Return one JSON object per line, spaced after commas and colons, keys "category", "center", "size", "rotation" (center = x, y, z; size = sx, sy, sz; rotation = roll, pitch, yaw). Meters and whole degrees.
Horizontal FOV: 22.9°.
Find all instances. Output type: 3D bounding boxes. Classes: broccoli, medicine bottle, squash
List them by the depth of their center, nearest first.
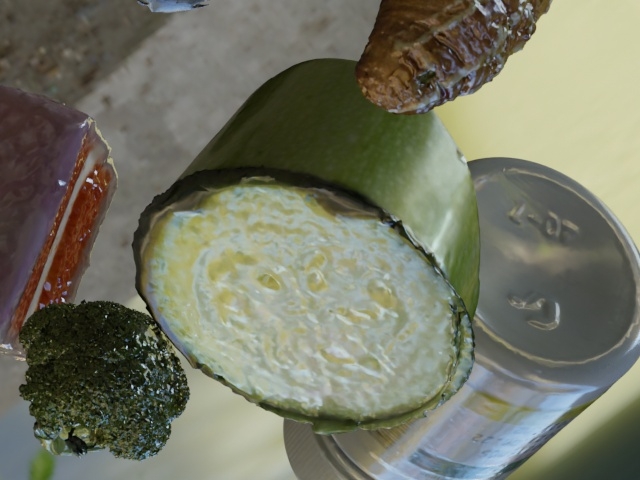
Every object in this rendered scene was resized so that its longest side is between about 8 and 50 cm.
{"category": "squash", "center": [0.003, 0.014, 0.985], "size": [0.133, 0.220, 0.220], "rotation": [-57, 174, -50]}
{"category": "broccoli", "center": [-0.153, 0.100, 1.093], "size": [0.120, 0.131, 0.130], "rotation": [-47, 158, 29]}
{"category": "medicine bottle", "center": [0.107, 0.103, 1.320], "size": [0.208, 0.208, 0.340], "rotation": [-15, 156, -31]}

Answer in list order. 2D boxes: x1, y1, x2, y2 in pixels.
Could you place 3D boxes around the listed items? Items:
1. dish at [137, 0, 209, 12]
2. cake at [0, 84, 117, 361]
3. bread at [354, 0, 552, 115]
{"category": "dish", "center": [-0.112, -0.272, 1.372], "size": [0.260, 0.085, 0.260], "rotation": [-16, 160, -6]}
{"category": "cake", "center": [-0.400, -0.027, 1.890], "size": [0.237, 0.230, 0.309], "rotation": [80, 31, -77]}
{"category": "bread", "center": [0.095, -0.155, 0.891], "size": [0.233, 0.076, 0.105], "rotation": [-58, 143, -40]}
